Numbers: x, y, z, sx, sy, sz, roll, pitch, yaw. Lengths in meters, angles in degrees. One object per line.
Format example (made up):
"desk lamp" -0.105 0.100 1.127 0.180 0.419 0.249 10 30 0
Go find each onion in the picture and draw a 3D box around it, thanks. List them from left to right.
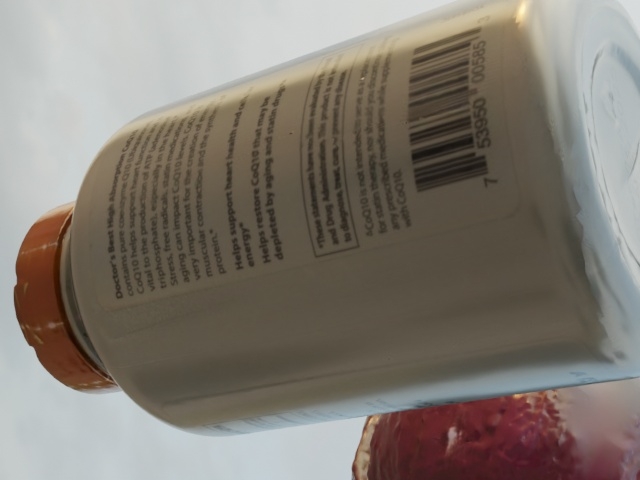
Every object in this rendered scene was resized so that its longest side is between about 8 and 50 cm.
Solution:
"onion" 0.198 0.318 1.090 0.398 0.398 0.420 -53 -167 53

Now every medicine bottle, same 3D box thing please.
"medicine bottle" 0.000 0.000 0.486 0.289 0.157 0.157 -13 -92 32
